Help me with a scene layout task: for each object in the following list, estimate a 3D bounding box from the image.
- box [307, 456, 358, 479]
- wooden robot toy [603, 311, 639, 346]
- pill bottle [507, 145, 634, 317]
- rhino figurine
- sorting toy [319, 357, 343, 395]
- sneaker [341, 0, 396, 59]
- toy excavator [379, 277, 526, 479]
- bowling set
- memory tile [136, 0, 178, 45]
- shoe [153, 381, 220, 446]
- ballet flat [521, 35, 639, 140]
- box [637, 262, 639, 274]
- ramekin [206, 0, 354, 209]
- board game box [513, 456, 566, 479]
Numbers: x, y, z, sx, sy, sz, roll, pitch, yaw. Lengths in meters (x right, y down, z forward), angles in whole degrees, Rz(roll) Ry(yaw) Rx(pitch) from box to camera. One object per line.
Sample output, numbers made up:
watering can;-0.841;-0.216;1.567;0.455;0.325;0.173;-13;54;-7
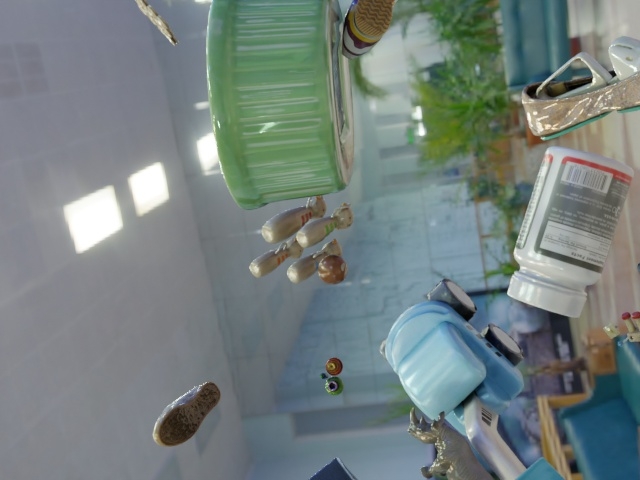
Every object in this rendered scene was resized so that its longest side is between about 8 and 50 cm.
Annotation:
box;-0.022;0.725;1.957;0.212;0.395;0.293;48;173;34
wooden robot toy;0.715;0.182;1.910;0.079;0.173;0.076;-28;-79;-39
pill bottle;0.447;-0.015;1.578;0.161;0.161;0.283;-10;-63;-81
rhino figurine;0.245;0.412;1.624;0.243;0.106;0.073;55;-147;12
sorting toy;0.029;0.366;2.340;0.042;0.061;0.102;25;-116;-70
sneaker;0.073;-0.334;1.200;0.084;0.069;0.185;-39;22;59
toy excavator;0.306;0.332;1.775;0.433;0.222;0.445;43;-162;2
bowling set;0.000;0.000;1.616;0.154;0.200;0.287;-30;-25;-38
memory tile;-0.388;-0.520;2.010;0.148;0.012;0.113;47;175;15
shoe;-0.291;0.375;1.852;0.077;0.058;0.219;63;-148;-6
ballet flat;0.419;-0.231;1.259;0.107;0.316;0.106;-38;-76;-40
box;0.506;0.022;1.117;0.059;0.183;0.233;38;-158;-1
ramekin;-0.042;-0.196;1.174;0.303;0.148;0.303;-3;-90;-82
board game box;0.367;0.495;1.176;0.336;0.079;0.254;43;146;29
